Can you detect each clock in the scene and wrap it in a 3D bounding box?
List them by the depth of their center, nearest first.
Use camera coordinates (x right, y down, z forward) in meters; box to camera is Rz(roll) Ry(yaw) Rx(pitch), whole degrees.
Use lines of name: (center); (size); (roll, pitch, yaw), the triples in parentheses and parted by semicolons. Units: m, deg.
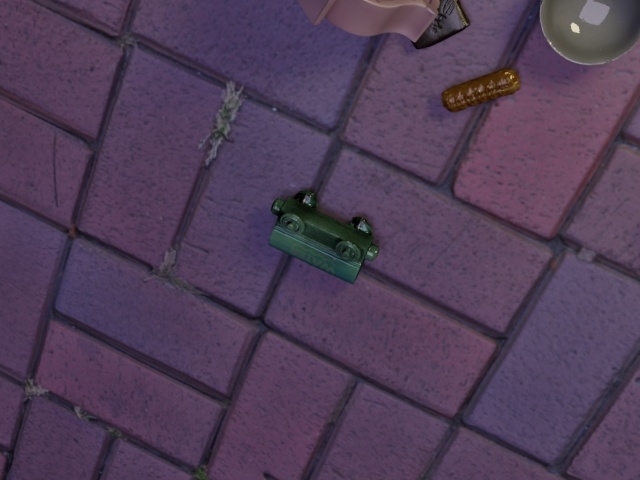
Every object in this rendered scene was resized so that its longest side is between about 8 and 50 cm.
clock: (0.064, -0.492, 1.789); (0.275, 0.290, 0.080); (5, 142, -34)

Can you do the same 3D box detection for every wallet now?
wallet: (0.183, -0.482, 1.855); (0.121, 0.031, 0.232); (-22, 105, 25)

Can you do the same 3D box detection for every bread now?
bread: (0.308, -0.289, 1.897); (0.157, 0.044, 0.052); (-16, 114, 24)

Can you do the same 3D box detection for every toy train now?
toy train: (0.000, 0.000, 2.107); (0.248, 0.101, 0.159); (27, 135, 5)

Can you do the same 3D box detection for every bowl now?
bowl: (0.489, -0.417, 1.759); (0.189, 0.086, 0.189); (6, 115, 13)
